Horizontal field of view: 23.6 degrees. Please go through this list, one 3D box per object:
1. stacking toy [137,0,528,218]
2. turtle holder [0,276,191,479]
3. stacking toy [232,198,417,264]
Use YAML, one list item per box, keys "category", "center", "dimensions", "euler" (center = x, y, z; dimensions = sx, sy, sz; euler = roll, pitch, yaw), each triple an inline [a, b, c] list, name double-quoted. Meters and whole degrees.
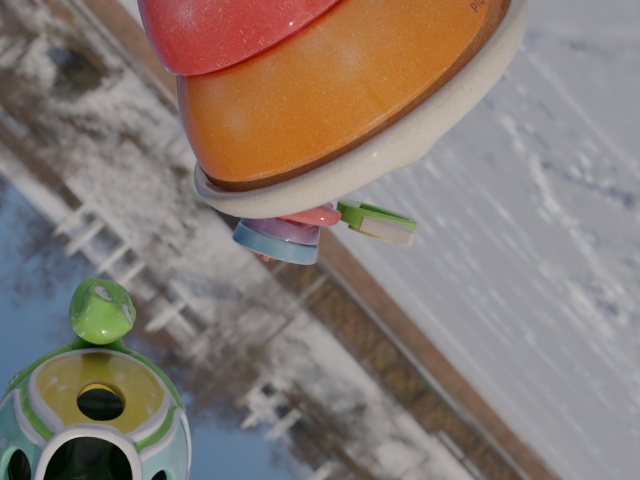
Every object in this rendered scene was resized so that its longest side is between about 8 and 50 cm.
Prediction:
- category: "stacking toy"
  center: [-0.070, -0.291, 1.323]
  dimensions: [0.480, 0.350, 0.350]
  euler: [55, 177, -22]
- category: "turtle holder"
  center: [-0.247, 0.226, 1.742]
  dimensions: [0.243, 0.320, 0.227]
  euler: [34, 180, -9]
- category: "stacking toy"
  center: [0.000, 0.000, 2.360]
  dimensions: [0.279, 0.130, 0.309]
  euler: [16, -172, 0]
